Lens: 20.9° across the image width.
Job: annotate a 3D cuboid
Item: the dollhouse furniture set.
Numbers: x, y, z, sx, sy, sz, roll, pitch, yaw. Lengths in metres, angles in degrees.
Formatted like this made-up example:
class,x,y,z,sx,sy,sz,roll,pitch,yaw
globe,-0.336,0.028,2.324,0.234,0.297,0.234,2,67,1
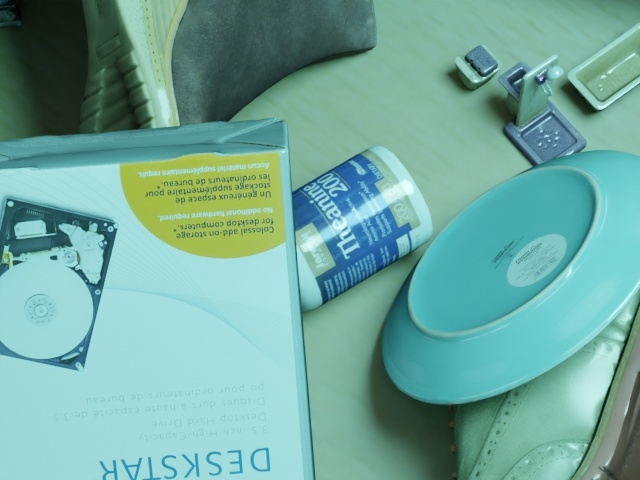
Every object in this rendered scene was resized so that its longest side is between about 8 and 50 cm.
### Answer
class,x,y,z,sx,sy,sz,roll,pitch,yaw
dollhouse furniture set,0.154,-0.119,1.054,0.114,0.081,0.091,-35,70,-13

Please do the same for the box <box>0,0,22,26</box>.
class,x,y,z,sx,sy,sz,roll,pitch,yaw
box,-0.244,-0.200,1.126,0.094,0.027,0.137,-6,67,-1

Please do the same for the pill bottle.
class,x,y,z,sx,sy,sz,roll,pitch,yaw
pill bottle,0.000,0.000,1.013,0.120,0.067,0.067,-31,69,-12

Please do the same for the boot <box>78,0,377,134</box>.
class,x,y,z,sx,sy,sz,roll,pitch,yaw
boot,-0.042,-0.107,1.025,0.206,0.090,0.248,-9,91,-38

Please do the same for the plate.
class,x,y,z,sx,sy,sz,roll,pitch,yaw
plate,0.106,0.011,0.960,0.188,0.188,0.024,-50,117,-18

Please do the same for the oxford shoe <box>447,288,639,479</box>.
class,x,y,z,sx,sy,sz,roll,pitch,yaw
oxford shoe,0.119,0.130,0.948,0.130,0.123,0.348,17,66,36

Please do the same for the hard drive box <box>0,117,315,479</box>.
class,x,y,z,sx,sy,sz,roll,pitch,yaw
hard drive box,-0.097,0.062,0.913,0.181,0.089,0.232,-5,105,-1
